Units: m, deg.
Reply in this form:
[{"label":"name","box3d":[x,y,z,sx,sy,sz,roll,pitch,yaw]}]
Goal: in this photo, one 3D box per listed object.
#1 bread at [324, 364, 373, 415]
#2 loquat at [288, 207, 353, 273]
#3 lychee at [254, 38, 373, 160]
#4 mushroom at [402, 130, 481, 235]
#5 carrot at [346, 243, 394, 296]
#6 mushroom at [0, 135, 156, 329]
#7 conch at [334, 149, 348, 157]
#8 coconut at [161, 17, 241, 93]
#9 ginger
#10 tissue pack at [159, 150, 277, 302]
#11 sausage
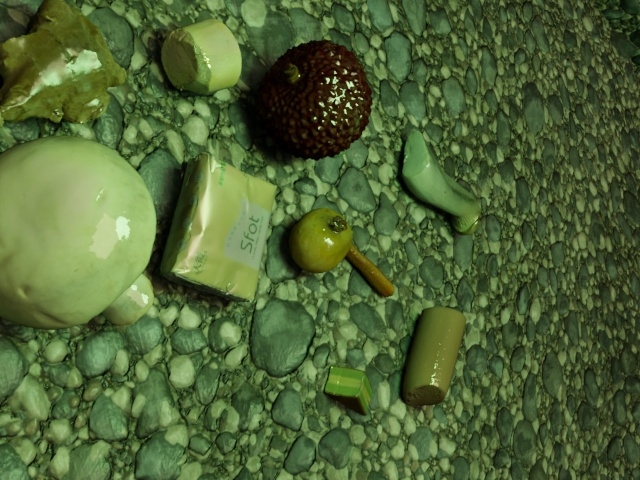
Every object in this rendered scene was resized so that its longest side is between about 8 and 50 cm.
[{"label":"bread","box3d":[0.070,0.357,1.763,0.139,0.084,0.074,66,35,-57]},{"label":"loquat","box3d":[0.000,0.000,1.678,0.163,0.163,0.137,-20,65,-45]},{"label":"lychee","box3d":[-0.016,-0.311,1.637,0.300,0.265,0.264,45,49,-60]},{"label":"mushroom","box3d":[0.343,-0.148,2.065,0.329,0.122,0.159,41,64,-32]},{"label":"carrot","box3d":[0.105,0.058,1.841,0.248,0.043,0.043,46,53,-27]},{"label":"mushroom","box3d":[-0.403,0.015,1.174,0.315,0.315,0.355,-40,110,-42]},{"label":"conch","box3d":[0.048,-0.243,1.840,0.085,0.057,0.076,-23,110,-44]},{"label":"coconut","box3d":[-0.235,-0.378,1.524,0.153,0.147,0.147,-32,104,-46]},{"label":"ginger","box3d":[-0.471,-0.280,1.289,0.219,0.123,0.270,43,64,-27]},{"label":"tissue pack","box3d":[-0.206,-0.021,1.493,0.215,0.123,0.256,23,73,-42]},{"label":"sausage","box3d":[0.291,0.301,1.917,0.123,0.123,0.252,39,56,-33]}]
